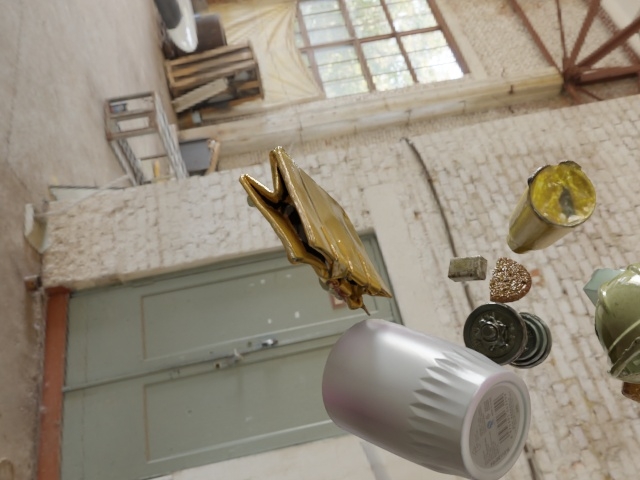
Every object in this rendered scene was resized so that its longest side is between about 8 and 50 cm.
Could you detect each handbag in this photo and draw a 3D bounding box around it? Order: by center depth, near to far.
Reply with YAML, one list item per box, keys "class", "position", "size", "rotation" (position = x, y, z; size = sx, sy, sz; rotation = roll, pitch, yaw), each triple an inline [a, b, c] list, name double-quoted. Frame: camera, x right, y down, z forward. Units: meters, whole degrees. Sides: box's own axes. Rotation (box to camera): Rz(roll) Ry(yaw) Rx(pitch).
- class: "handbag"
  position: [0.000, 0.000, 1.253]
  size: [0.283, 0.133, 0.401]
  rotation: [57, 9, 32]

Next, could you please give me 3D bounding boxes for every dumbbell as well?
- class: "dumbbell"
  position: [0.550, 0.281, 1.704]
  size: [0.406, 0.179, 0.179]
  rotation: [21, 51, -53]

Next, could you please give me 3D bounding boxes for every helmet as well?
- class: "helmet"
  position: [0.490, 0.106, 0.866]
  size: [0.258, 0.204, 0.137]
  rotation: [27, 30, -46]

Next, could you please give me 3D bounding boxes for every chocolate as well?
- class: "chocolate"
  position: [0.566, -0.061, 1.527]
  size: [0.445, 0.162, 0.162]
  rotation: [68, 10, -76]

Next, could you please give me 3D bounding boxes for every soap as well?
- class: "soap"
  position: [0.673, 0.145, 1.278]
  size: [0.198, 0.066, 0.119]
  rotation: [45, -21, -27]

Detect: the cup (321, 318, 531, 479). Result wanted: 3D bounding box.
- class: "cup"
  position: [0.197, 0.307, 1.159]
  size: [0.372, 0.254, 0.253]
  rotation: [7, -69, 53]

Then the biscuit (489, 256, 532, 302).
- class: "biscuit"
  position: [0.603, 0.125, 1.852]
  size: [0.206, 0.126, 0.025]
  rotation: [-62, 155, -44]

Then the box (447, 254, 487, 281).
- class: "box"
  position: [0.388, 0.075, 1.544]
  size: [0.098, 0.045, 0.062]
  rotation: [-7, -118, 46]

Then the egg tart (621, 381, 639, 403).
- class: "egg tart"
  position: [0.933, 0.382, 1.641]
  size: [0.203, 0.147, 0.202]
  rotation: [-35, 131, -55]
